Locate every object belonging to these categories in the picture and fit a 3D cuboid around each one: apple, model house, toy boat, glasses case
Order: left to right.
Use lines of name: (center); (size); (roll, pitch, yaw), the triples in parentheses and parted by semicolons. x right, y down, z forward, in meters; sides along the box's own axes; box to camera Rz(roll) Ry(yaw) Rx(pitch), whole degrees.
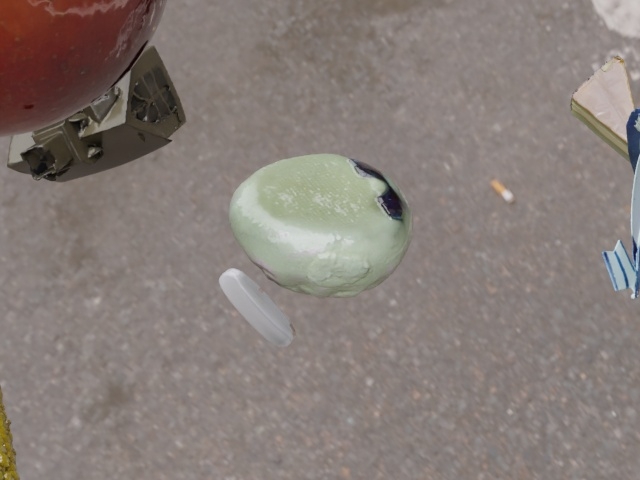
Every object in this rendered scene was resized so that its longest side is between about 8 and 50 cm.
apple: (-0.188, -0.163, 0.652); (0.218, 0.201, 0.218); (6, 43, -6)
model house: (-0.341, -0.173, 1.705); (0.211, 0.204, 0.243); (-17, 19, 26)
glasses case: (-0.105, 0.113, 2.071); (0.041, 0.164, 0.063); (-48, 10, -32)
toy boat: (0.427, -0.023, 1.584); (0.070, 0.210, 0.291); (-7, 52, 35)

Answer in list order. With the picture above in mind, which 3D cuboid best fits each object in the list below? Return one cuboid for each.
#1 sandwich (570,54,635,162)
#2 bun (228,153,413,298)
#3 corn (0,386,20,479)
sandwich: (0.510, -0.213, 2.048); (0.113, 0.079, 0.163); (-44, 70, -4)
bun: (0.000, 0.000, 1.943); (0.293, 0.187, 0.293); (1, 31, -1)
corn: (-0.349, 0.170, 1.204); (0.097, 0.097, 0.319); (-29, 54, 13)
